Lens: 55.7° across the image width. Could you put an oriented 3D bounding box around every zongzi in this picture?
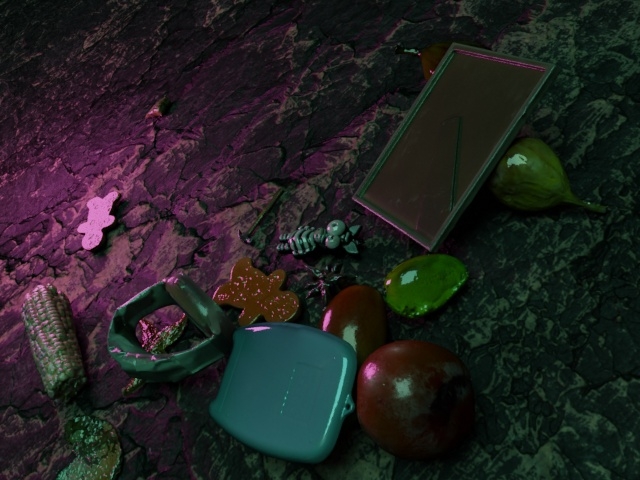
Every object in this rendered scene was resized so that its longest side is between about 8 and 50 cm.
[{"bbox_3d":[-0.546,-0.444,2.037,0.083,0.040,0.076,-10,44,41],"label":"zongzi"}]

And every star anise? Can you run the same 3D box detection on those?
[{"bbox_3d":[0.005,0.089,1.363,0.124,0.056,0.129,-45,50,-9],"label":"star anise"}]

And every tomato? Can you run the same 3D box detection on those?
[{"bbox_3d":[0.168,0.275,1.050,0.185,0.208,0.208,-9,52,39],"label":"tomato"}]

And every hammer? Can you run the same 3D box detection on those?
[{"bbox_3d":[-0.153,-0.067,1.581,0.062,0.017,0.182,19,64,34],"label":"hammer"}]

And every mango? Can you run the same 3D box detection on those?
[{"bbox_3d":[0.063,0.221,1.197,0.146,0.129,0.289,-10,60,22],"label":"mango"},{"bbox_3d":[0.214,0.090,1.240,0.179,0.100,0.119,-23,85,-2],"label":"mango"}]

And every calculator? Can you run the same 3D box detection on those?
[{"bbox_3d":[-0.080,0.283,1.176,0.386,0.054,0.256,2,69,44],"label":"calculator"}]

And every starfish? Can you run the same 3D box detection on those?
[{"bbox_3d":[-0.404,0.257,1.448,0.227,0.043,0.240,27,65,35],"label":"starfish"}]

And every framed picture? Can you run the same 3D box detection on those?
[{"bbox_3d":[0.276,-0.218,1.335,0.446,0.028,0.326,-57,36,6],"label":"framed picture"}]

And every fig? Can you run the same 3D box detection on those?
[{"bbox_3d":[0.310,-0.441,1.536,0.274,0.145,0.170,30,71,22],"label":"fig"},{"bbox_3d":[0.472,-0.118,1.257,0.257,0.159,0.159,27,70,18],"label":"fig"}]

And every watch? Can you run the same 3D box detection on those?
[{"bbox_3d":[-0.345,0.207,1.354,0.241,0.161,0.253,-42,54,-17],"label":"watch"}]

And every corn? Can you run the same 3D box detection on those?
[{"bbox_3d":[-0.676,0.252,1.528,0.127,0.126,0.335,-34,50,-1],"label":"corn"}]

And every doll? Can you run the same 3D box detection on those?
[{"bbox_3d":[0.000,0.000,1.425,0.220,0.067,0.091,-4,51,21],"label":"doll"}]

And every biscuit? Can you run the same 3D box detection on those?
[{"bbox_3d":[-0.657,-0.050,1.798,0.138,0.031,0.204,-15,51,16],"label":"biscuit"},{"bbox_3d":[-0.139,0.135,1.414,0.250,0.036,0.165,19,67,38],"label":"biscuit"}]

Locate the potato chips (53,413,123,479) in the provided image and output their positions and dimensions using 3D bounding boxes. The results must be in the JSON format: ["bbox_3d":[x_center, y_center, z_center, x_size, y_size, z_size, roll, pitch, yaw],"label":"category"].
[{"bbox_3d":[-0.529,0.490,1.349,0.202,0.029,0.219,-24,52,7],"label":"potato chips"}]
